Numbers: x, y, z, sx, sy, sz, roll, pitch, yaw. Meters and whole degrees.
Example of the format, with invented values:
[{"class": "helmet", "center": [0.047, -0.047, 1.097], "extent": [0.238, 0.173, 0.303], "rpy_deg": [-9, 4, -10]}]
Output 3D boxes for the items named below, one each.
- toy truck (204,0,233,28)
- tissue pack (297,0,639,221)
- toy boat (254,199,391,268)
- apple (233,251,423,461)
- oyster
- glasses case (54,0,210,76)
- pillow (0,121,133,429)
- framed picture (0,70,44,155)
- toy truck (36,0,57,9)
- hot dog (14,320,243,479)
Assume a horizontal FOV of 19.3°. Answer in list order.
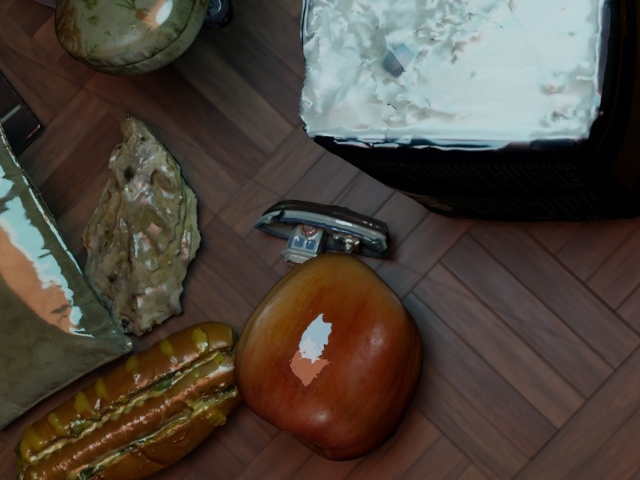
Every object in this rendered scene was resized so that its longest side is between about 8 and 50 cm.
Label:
[{"class": "toy truck", "center": [-0.117, -0.311, 1.894], "extent": [0.124, 0.114, 0.253], "rpy_deg": [37, 91, 24]}, {"class": "tissue pack", "center": [0.157, -0.158, 1.650], "extent": [0.264, 0.416, 0.253], "rpy_deg": [2, 85, 18]}, {"class": "toy boat", "center": [0.000, 0.000, 1.853], "extent": [0.140, 0.059, 0.066], "rpy_deg": [14, 69, 15]}, {"class": "apple", "center": [0.010, 0.105, 1.786], "extent": [0.199, 0.199, 0.199], "rpy_deg": [-1, 83, 11]}, {"class": "oyster", "center": [-0.181, -0.010, 1.888], "extent": [0.133, 0.072, 0.209], "rpy_deg": [23, 90, 16]}, {"class": "glasses case", "center": [-0.153, -0.358, 1.809], "extent": [0.157, 0.098, 0.425], "rpy_deg": [-3, 68, 34]}, {"class": "pillow", "center": [-0.334, 0.023, 1.903], "extent": [0.185, 0.075, 0.302], "rpy_deg": [-32, 84, 16]}, {"class": "framed picture", "center": [-0.489, -0.164, 1.996], "extent": [0.265, 0.016, 0.347], "rpy_deg": [-41, 78, 5]}, {"class": "toy truck", "center": [-0.256, -0.350, 1.919], "extent": [0.110, 0.116, 0.216], "rpy_deg": [25, 89, 13]}, {"class": "hot dog", "center": [-0.186, 0.180, 1.867], "extent": [0.269, 0.072, 0.115], "rpy_deg": [-35, 86, 5]}]
